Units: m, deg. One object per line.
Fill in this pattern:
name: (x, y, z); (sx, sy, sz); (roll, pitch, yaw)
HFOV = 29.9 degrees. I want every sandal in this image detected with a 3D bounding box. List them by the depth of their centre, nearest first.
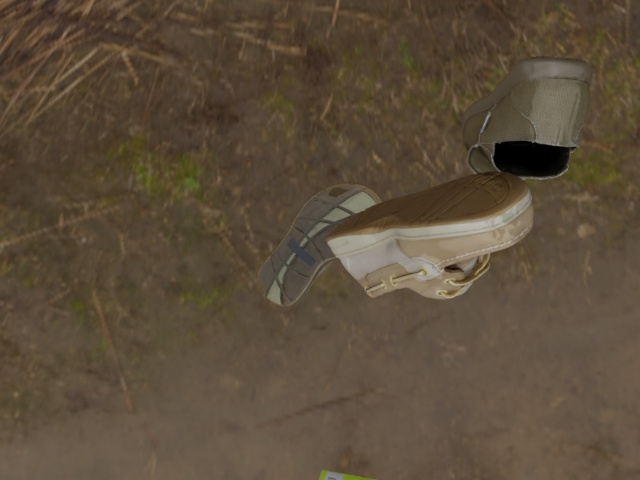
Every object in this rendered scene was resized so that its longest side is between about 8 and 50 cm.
sandal: (0.000, 0.000, 1.264); (0.072, 0.049, 0.180); (46, 122, 5)

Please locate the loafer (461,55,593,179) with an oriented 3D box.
loafer: (0.110, -0.056, 0.670); (0.056, 0.050, 0.148); (7, 165, -1)

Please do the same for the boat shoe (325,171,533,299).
boat shoe: (0.068, 0.004, 0.680); (0.063, 0.170, 0.059); (-34, 101, -26)

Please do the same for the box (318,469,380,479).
box: (0.058, 0.266, 1.016); (0.109, 0.042, 0.178); (7, 139, 16)
